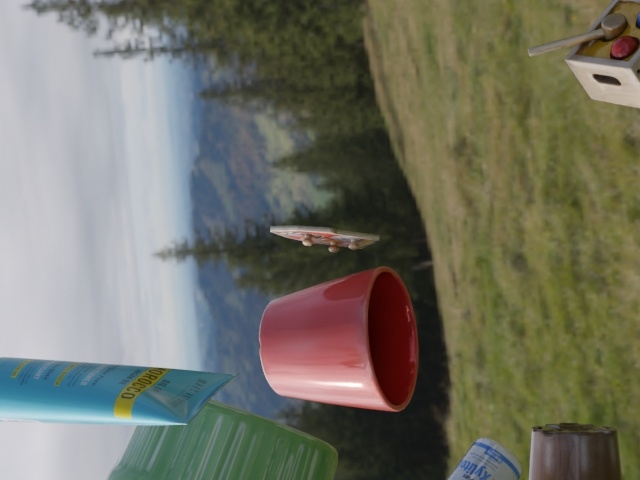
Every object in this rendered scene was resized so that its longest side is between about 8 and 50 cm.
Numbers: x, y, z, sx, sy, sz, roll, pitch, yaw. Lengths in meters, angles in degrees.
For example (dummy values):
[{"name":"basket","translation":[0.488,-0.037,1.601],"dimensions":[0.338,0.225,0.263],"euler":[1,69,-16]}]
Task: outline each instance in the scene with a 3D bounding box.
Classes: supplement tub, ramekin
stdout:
[{"name":"supplement tub","translation":[0.190,0.300,1.348],"dimensions":[0.107,0.071,0.071],"euler":[-49,-17,-21]},{"name":"ramekin","translation":[-0.123,0.306,1.487],"dimensions":[0.303,0.303,0.148],"euler":[106,-176,-77]}]

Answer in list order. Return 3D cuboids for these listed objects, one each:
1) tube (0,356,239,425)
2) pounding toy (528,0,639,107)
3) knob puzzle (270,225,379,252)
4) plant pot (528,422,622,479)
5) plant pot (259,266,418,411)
[{"name":"tube","translation":[-0.170,0.119,0.859],"dimensions":[0.080,0.207,0.052],"euler":[-48,-49,-55]},{"name":"pounding toy","translation":[0.348,-0.227,1.298],"dimensions":[0.100,0.130,0.141],"euler":[46,169,-32]},{"name":"knob puzzle","translation":[0.000,0.000,2.094],"dimensions":[0.213,0.213,0.030],"euler":[125,152,-83]},{"name":"plant pot","translation":[0.374,0.357,1.631],"dimensions":[0.167,0.166,0.165],"euler":[142,127,-84]},{"name":"plant pot","translation":[0.031,0.195,2.132],"dimensions":[0.275,0.243,0.275],"euler":[-6,-90,-65]}]
